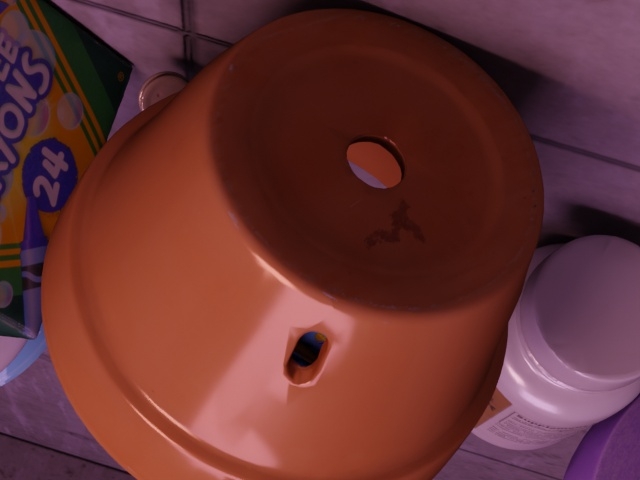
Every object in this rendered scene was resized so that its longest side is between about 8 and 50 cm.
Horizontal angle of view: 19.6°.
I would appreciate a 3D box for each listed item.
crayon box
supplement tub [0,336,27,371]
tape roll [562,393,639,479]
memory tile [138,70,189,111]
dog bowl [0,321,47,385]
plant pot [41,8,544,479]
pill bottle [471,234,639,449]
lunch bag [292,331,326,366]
[{"bbox_3d":[-0.271,-0.092,1.133,0.083,0.203,0.323,3,159,39],"label":"crayon box"},{"bbox_3d":[-0.403,0.025,1.591,0.235,0.235,0.325,28,160,-31],"label":"supplement tub"},{"bbox_3d":[0.325,0.229,1.432,0.275,0.275,0.090,19,163,-5],"label":"tape roll"},{"bbox_3d":[-0.072,-0.046,1.245,0.148,0.113,0.012,20,-163,-27],"label":"memory tile"},{"bbox_3d":[-0.372,0.055,1.809,0.297,0.166,0.074,2,146,42],"label":"dog bowl"},{"bbox_3d":[0.000,0.000,1.082,0.291,0.291,0.203,21,146,-10],"label":"plant pot"},{"bbox_3d":[0.171,0.073,1.339,0.131,0.131,0.229,19,163,-4],"label":"pill bottle"},{"bbox_3d":[-0.075,0.062,1.472,0.293,0.138,0.221,33,167,-29],"label":"lunch bag"}]
